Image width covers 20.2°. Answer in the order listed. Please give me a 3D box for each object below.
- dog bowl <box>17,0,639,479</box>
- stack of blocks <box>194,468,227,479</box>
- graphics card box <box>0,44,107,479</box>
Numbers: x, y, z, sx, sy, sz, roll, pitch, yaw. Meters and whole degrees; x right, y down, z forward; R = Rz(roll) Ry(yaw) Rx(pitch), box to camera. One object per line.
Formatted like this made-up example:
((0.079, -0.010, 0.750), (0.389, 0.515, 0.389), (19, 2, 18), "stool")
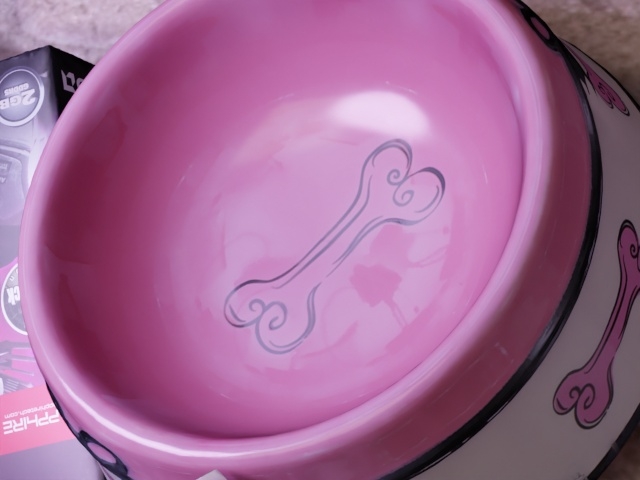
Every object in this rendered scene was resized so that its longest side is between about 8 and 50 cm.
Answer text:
((0.000, 0.000, 1.072), (0.408, 0.150, 0.407), (-12, 59, 21), "dog bowl")
((-0.032, 0.274, 0.970), (0.171, 0.297, 0.087), (-28, 30, -16), "stack of blocks")
((-0.244, 0.068, 1.294), (0.233, 0.094, 0.370), (-14, 74, 23), "graphics card box")
